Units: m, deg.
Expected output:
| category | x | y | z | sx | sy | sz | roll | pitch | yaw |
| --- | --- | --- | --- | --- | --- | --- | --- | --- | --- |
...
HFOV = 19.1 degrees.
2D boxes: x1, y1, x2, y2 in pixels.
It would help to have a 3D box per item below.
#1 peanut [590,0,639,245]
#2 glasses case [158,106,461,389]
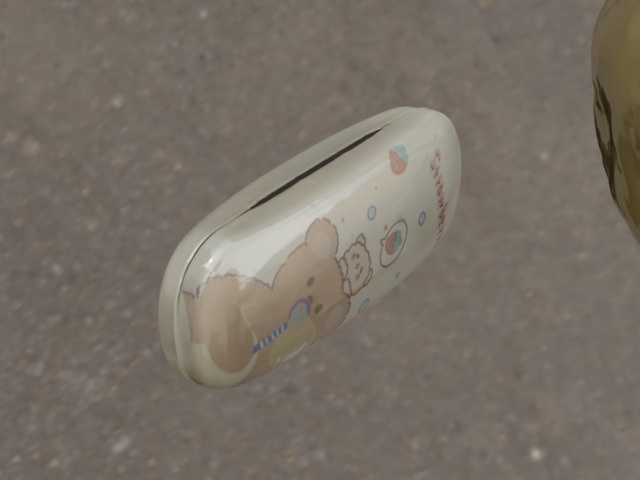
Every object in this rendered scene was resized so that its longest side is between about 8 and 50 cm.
| category | x | y | z | sx | sy | sz | roll | pitch | yaw |
| --- | --- | --- | --- | --- | --- | --- | --- | --- | --- |
| peanut | 0.135 | -0.019 | 0.256 | 0.125 | 0.274 | 0.111 | -49 | 114 | -17 |
| glasses case | 0.000 | 0.000 | 0.881 | 0.204 | 0.051 | 0.081 | -35 | 131 | -43 |
